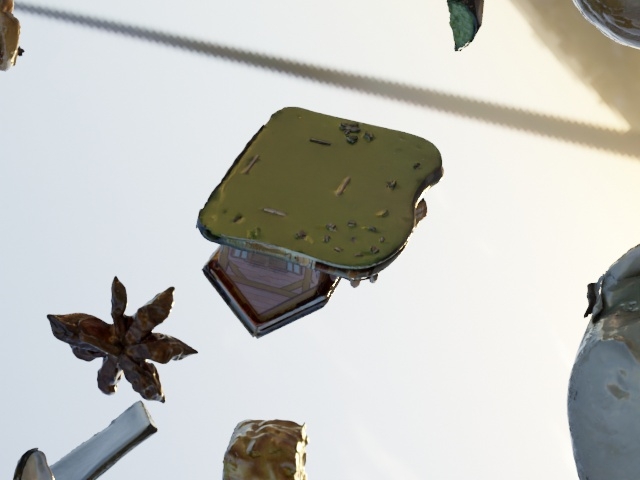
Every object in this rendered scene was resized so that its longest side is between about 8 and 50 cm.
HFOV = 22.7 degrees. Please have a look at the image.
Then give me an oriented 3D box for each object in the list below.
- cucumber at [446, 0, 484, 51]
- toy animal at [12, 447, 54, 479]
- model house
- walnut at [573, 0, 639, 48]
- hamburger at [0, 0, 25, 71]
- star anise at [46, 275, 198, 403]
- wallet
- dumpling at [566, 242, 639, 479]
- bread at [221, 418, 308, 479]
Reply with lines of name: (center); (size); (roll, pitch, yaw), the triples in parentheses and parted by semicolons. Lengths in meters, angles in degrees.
cucumber: (0.184, -0.350, 1.991); (0.070, 0.046, 0.220); (46, -134, -58)
toy animal: (-0.325, 0.320, 1.667); (0.127, 0.181, 0.131); (50, 164, -5)
model house: (-0.001, 0.000, 1.673); (0.207, 0.154, 0.294); (15, -148, 11)
walnut: (0.348, -0.290, 1.563); (0.228, 0.228, 0.228); (48, -168, -14)
hamburger: (-0.452, -0.329, 1.826); (0.155, 0.245, 0.282); (-20, -140, -35)
star anise: (-0.293, 0.160, 2.395); (0.111, 0.212, 0.196); (-110, 11, -58)
wallet: (-0.314, 0.299, 2.040); (0.025, 0.244, 0.124); (55, 174, -16)
dumpling: (0.304, 0.139, 1.280); (0.163, 0.204, 0.293); (31, -123, -68)
bread: (-0.064, 0.314, 1.823); (0.181, 0.096, 0.222); (-75, -13, -77)
